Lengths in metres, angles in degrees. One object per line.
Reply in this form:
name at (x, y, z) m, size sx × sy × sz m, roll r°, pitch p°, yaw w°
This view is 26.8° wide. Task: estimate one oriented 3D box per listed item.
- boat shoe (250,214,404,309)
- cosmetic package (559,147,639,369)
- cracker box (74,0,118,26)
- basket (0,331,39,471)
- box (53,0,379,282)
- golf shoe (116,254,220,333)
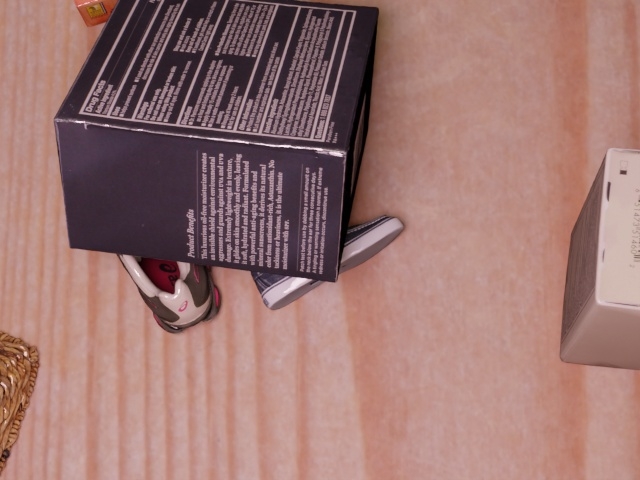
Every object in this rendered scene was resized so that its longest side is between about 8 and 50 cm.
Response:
boat shoe at (0.000, 0.000, 1.544) m, size 0.183 × 0.065 × 0.083 m, roll -29°, pitch 76°, yaw -3°
cosmetic package at (0.323, 0.030, 1.388) m, size 0.113 × 0.309 × 0.160 m, roll 6°, pitch 77°, yaw 6°
cracker box at (-0.250, -0.399, 1.669) m, size 0.156 × 0.067 × 0.232 m, roll -17°, pitch 74°, yaw -1°
basket at (-0.498, 0.201, 1.508) m, size 0.299 × 0.223 × 0.213 m, roll 15°, pitch 107°, yaw 7°
box at (-0.101, -0.126, 1.463) m, size 0.294 × 0.182 × 0.296 m, roll 8°, pitch 39°, yaw 5°
golf shoe at (-0.203, -0.025, 1.540) m, size 0.105 × 0.120 × 0.273 m, roll -33°, pitch 74°, yaw -3°
